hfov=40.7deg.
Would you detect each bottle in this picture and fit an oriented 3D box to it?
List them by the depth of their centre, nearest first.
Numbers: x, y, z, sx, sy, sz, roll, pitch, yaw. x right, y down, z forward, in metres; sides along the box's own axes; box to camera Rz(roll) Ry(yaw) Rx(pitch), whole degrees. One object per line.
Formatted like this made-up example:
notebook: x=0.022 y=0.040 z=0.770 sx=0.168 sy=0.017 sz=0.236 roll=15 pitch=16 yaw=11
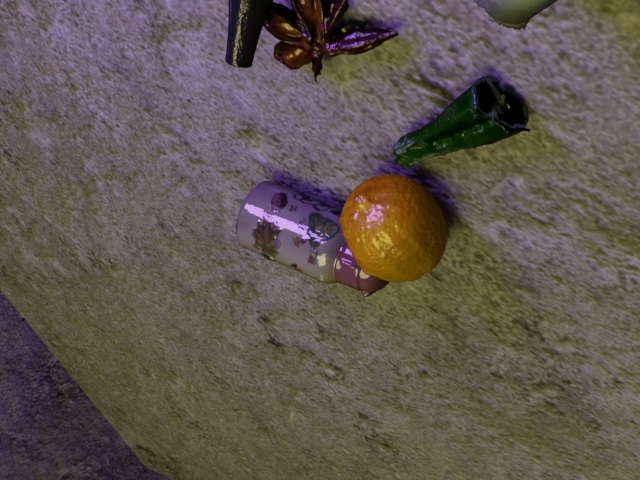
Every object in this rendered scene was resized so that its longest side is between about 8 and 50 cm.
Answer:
bottle: x=0.000 y=0.000 z=1.347 sx=0.253 sy=0.120 sz=0.120 roll=22 pitch=145 yaw=21

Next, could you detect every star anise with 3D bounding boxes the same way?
star anise: x=-0.017 y=-0.273 z=1.070 sx=0.157 sy=0.053 sz=0.212 roll=49 pitch=148 yaw=-19

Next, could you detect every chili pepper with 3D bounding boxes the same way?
chili pepper: x=0.158 y=-0.129 z=1.081 sx=0.088 sy=0.059 sz=0.227 roll=33 pitch=154 yaw=-17

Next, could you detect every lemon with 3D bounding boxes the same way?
lemon: x=0.106 y=-0.011 z=1.201 sx=0.142 sy=0.142 sz=0.187 roll=8 pitch=151 yaw=39

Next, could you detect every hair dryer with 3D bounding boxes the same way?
hair dryer: x=-0.130 y=-0.339 z=1.069 sx=0.219 sy=0.075 sz=0.195 roll=36 pitch=123 yaw=37

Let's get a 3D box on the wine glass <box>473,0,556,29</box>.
wine glass: x=0.213 y=-0.287 z=0.766 sx=0.111 sy=0.111 sz=0.204 roll=40 pitch=146 yaw=-4
